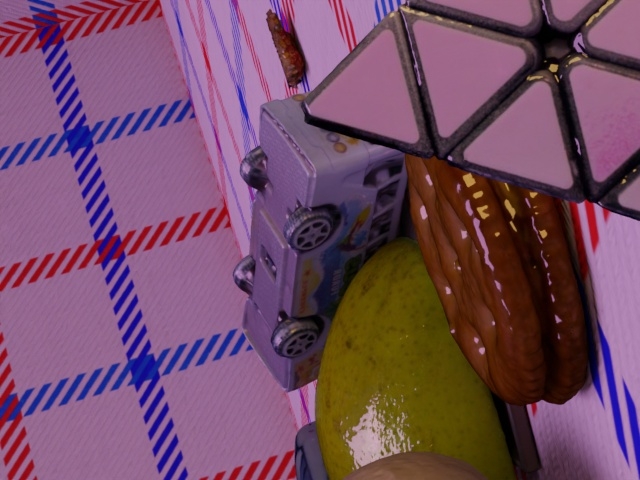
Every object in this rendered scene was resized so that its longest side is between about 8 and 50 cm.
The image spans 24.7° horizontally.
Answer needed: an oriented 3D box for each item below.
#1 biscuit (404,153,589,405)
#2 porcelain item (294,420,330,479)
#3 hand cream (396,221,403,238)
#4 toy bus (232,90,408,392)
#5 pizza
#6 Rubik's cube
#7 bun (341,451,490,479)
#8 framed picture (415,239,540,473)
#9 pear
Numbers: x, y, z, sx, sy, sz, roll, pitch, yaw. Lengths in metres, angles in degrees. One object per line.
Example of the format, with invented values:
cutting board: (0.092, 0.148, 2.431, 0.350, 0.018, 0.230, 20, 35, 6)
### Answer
biscuit: (0.117, 0.012, 1.002, 0.220, 0.066, 0.220, 164, 90, -83)
porcelain item: (0.069, 0.357, 1.730, 0.281, 0.157, 0.286, 82, 171, -53)
hand cream: (0.061, 0.010, 1.489, 0.084, 0.050, 0.257, -116, 21, -48)
toy bus: (0.000, 0.000, 1.380, 0.109, 0.136, 0.330, 55, 153, 32)
pizza: (-0.037, -0.223, 1.809, 0.099, 0.029, 0.100, 71, -179, -61)
Rubik's cube: (0.073, -0.107, 0.682, 0.211, 0.178, 0.190, -120, 19, -57)
bun: (0.086, 0.341, 1.066, 0.361, 0.213, 0.361, 46, 145, 47)
framed picture: (0.128, 0.093, 1.284, 0.250, 0.016, 0.184, -168, 63, -81)
pear: (0.063, 0.120, 1.306, 0.288, 0.139, 0.239, -143, 46, -75)
